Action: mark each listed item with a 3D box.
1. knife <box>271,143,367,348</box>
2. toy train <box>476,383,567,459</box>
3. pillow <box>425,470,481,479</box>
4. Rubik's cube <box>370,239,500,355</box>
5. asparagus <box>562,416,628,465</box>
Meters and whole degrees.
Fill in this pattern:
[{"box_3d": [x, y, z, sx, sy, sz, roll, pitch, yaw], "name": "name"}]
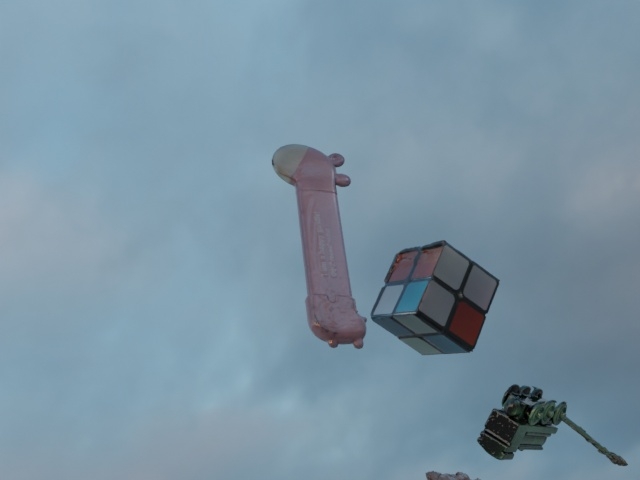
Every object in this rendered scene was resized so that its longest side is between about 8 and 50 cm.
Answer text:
[{"box_3d": [0.000, 0.001, 1.573, 0.132, 0.399, 0.038, 2, -40, -13], "name": "knife"}, {"box_3d": [0.316, 0.282, 1.565, 0.170, 0.071, 0.111, 18, -78, -54], "name": "toy train"}, {"box_3d": [0.271, 0.485, 1.831, 0.049, 0.135, 0.248, -27, -28, 26], "name": "pillow"}, {"box_3d": [0.237, 0.124, 2.121, 0.167, 0.180, 0.183, 34, -25, -21], "name": "Rubik's cube"}, {"box_3d": [0.543, 0.399, 2.062, 0.022, 0.233, 0.023, -26, -57, -18], "name": "asparagus"}]
